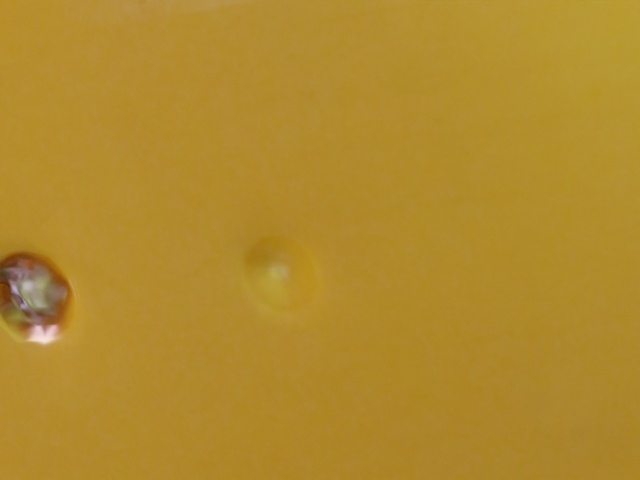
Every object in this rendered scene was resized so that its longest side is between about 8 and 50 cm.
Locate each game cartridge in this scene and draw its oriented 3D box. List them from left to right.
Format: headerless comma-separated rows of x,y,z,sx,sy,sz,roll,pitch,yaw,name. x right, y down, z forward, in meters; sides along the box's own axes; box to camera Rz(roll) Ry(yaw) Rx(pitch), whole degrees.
0.000,0.000,0.450,0.324,0.053,0.285,-5,108,25,game cartridge
